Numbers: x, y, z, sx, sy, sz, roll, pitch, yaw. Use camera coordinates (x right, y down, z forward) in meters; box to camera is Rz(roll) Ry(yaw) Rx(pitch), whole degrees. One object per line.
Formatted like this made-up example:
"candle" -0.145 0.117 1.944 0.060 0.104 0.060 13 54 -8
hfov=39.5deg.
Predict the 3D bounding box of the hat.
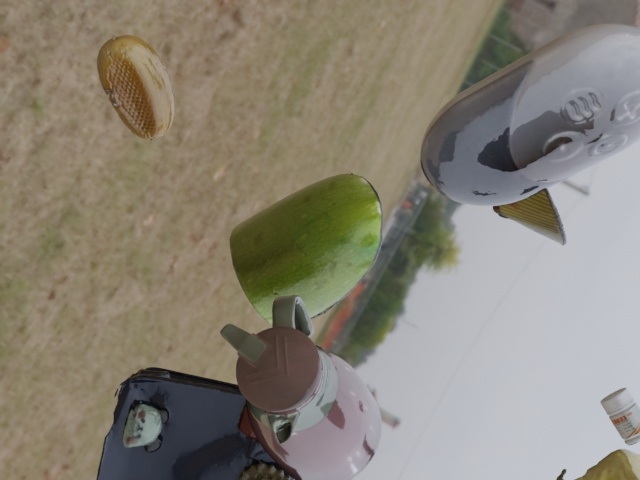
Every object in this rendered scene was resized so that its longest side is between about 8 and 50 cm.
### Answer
"hat" 0.309 -0.065 1.398 0.082 0.193 0.193 -25 -179 9

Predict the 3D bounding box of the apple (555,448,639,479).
"apple" 0.408 0.379 1.040 0.314 0.309 0.252 -5 -117 48

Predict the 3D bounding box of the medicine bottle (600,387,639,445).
"medicine bottle" 0.550 0.316 1.600 0.057 0.089 0.057 -29 171 -5

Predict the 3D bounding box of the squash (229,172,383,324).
"squash" 0.000 0.000 1.713 0.309 0.234 0.210 -27 154 16

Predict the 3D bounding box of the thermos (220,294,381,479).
"thermos" -0.021 0.168 1.011 0.265 0.146 0.176 67 17 -61

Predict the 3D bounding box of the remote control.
"remote control" 0.282 -0.149 1.122 0.332 0.221 0.103 -27 -131 22

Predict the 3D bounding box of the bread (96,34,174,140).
"bread" -0.293 -0.251 1.437 0.077 0.114 0.189 -80 162 -45

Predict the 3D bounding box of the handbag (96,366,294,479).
"handbag" -0.189 0.377 1.428 0.122 0.329 0.303 -15 117 -87
